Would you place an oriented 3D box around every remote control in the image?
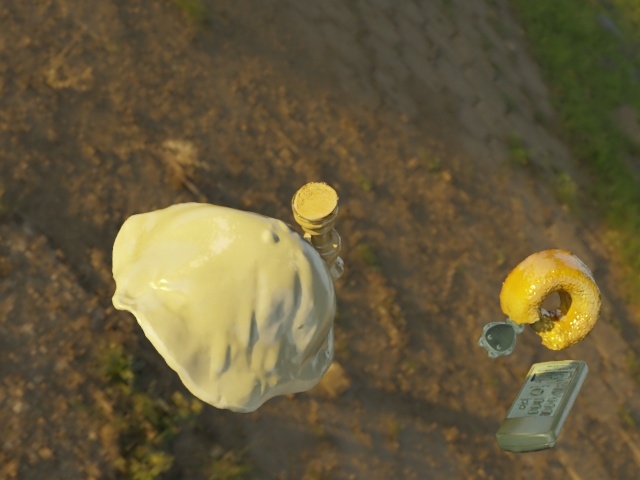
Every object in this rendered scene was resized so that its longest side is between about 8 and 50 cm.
[{"bbox_3d":[0.357,0.263,2.167,0.233,0.098,0.038,-46,124,-54],"label":"remote control"}]

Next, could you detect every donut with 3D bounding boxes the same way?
[{"bbox_3d":[0.241,0.061,1.376,0.108,0.097,0.043,30,8,-25],"label":"donut"}]

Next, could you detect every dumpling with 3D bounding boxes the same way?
[{"bbox_3d":[-0.092,0.084,1.575,0.318,0.187,0.243,30,38,-21],"label":"dumpling"}]

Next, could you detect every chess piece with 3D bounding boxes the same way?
[{"bbox_3d":[0.001,0.000,1.694,0.172,0.060,0.060,82,-13,-56],"label":"chess piece"}]

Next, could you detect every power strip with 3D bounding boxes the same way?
[{"bbox_3d":[0.272,0.139,2.004,0.083,0.035,0.055,-36,78,-29],"label":"power strip"}]
